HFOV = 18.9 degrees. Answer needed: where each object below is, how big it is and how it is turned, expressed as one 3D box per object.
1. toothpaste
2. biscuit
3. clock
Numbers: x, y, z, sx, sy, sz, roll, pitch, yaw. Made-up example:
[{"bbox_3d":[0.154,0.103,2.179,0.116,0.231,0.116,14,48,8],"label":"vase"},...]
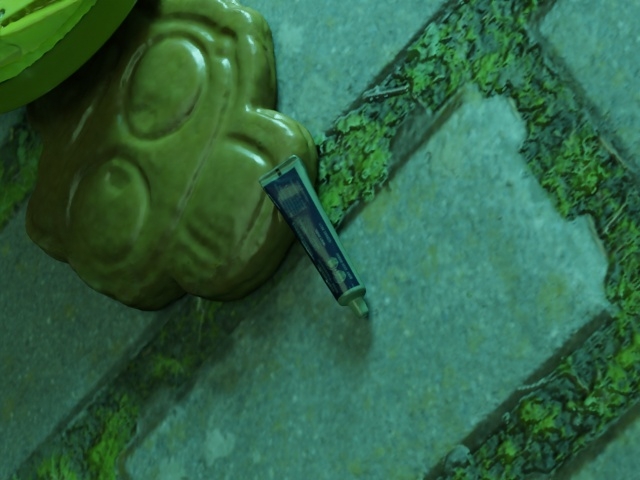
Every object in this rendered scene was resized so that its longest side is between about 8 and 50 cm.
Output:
[{"bbox_3d":[0.000,0.000,1.435,0.037,0.021,0.140,-33,69,8],"label":"toothpaste"},{"bbox_3d":[-0.142,-0.084,1.593,0.376,0.051,0.269,30,98,44],"label":"biscuit"},{"bbox_3d":[-0.242,-0.223,1.689,0.293,0.071,0.277,-23,45,32],"label":"clock"}]
